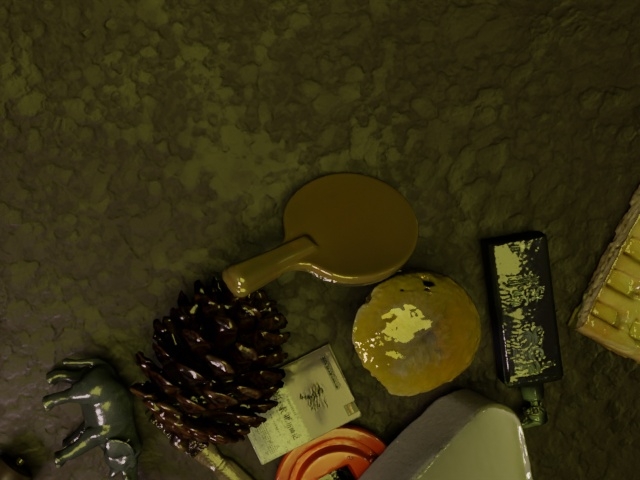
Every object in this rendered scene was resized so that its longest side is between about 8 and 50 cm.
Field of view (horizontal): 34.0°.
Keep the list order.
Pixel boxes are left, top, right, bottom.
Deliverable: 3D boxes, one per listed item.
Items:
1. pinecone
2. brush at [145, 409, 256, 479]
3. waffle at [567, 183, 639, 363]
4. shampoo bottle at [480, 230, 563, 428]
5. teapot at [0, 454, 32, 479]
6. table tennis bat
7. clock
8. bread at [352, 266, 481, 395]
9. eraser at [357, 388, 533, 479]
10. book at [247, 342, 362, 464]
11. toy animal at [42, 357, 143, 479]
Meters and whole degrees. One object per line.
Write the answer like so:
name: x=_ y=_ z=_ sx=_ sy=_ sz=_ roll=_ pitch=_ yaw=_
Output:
pinecone: x=-0.157 y=0.186 z=1.552 sx=0.224 sy=0.224 sz=0.273 roll=29 pitch=91 yaw=-9
brush: x=-0.176 y=0.346 z=1.663 sx=0.043 sy=0.036 sz=0.248 roll=-44 pitch=100 yaw=6
waffle: x=0.530 y=0.058 z=1.676 sx=0.168 sy=0.057 sz=0.274 roll=26 pitch=95 yaw=-9
shampoo bottle: x=0.325 y=0.144 z=1.665 sx=0.098 sy=0.071 sz=0.310 roll=-10 pitch=101 yaw=-7
teapot: x=-0.487 y=0.361 z=1.620 sx=0.121 sy=0.076 sz=0.068 roll=33 pitch=83 yaw=20
table tennis bat: x=0.000 y=0.000 z=1.547 sx=0.320 sy=0.050 sz=0.198 roll=-26 pitch=63 yaw=-25
clock: x=0.029 y=0.395 z=1.681 sx=0.205 sy=0.051 sz=0.205 roll=-1 pitch=97 yaw=-5
bread: x=0.142 y=0.131 z=1.592 sx=0.197 sy=0.170 sz=0.197 roll=0 pitch=99 yaw=-3
eraser: x=0.218 y=0.440 z=1.639 sx=0.331 sy=0.150 sz=0.332 roll=-1 pitch=93 yaw=-19
book: x=-0.040 y=0.259 z=1.656 sx=0.181 sy=0.014 sz=0.127 roll=-26 pitch=82 yaw=-1
toy animal: x=-0.340 y=0.304 z=1.616 sx=0.137 sy=0.082 sz=0.270 roll=-19 pitch=99 yaw=-2
